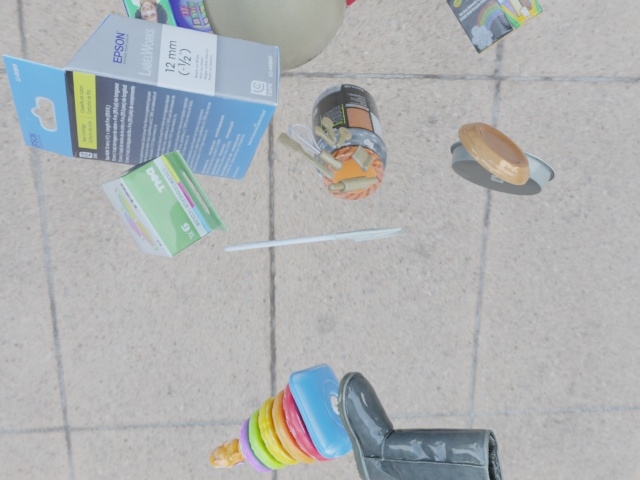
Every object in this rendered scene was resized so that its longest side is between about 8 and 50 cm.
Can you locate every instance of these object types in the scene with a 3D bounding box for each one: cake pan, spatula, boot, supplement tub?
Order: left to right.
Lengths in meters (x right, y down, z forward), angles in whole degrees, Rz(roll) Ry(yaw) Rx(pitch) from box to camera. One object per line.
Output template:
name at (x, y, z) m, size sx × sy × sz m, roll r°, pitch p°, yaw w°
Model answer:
spatula at (0.000, 0.000, 0.820) m, size 0.242 × 0.168 × 0.019 m, roll -7°, pitch 92°, yaw 12°
supplement tub at (0.075, -0.264, 1.546) m, size 0.194 × 0.316 × 0.193 m, roll -1°, pitch 133°, yaw -1°
boot at (0.135, 0.270, 0.803) m, size 0.209 × 0.076 × 0.189 m, roll -11°, pitch 101°, yaw 43°
cake pan at (0.495, -0.196, 1.606) m, size 0.293 × 0.293 × 0.054 m, roll 21°, pitch 85°, yaw -9°

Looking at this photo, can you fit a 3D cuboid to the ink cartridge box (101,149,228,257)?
ink cartridge box at (-0.199, -0.041, 0.709) m, size 0.062 × 0.209 × 0.109 m, roll -36°, pitch 108°, yaw -24°

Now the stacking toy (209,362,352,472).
stacking toy at (-0.091, 0.367, 1.085) m, size 0.302 × 0.175 × 0.165 m, roll -31°, pitch 75°, yaw 19°

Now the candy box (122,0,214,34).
candy box at (-0.330, -0.468, 1.429) m, size 0.122 × 0.268 × 0.317 m, roll -11°, pitch 109°, yaw 16°

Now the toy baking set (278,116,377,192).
toy baking set at (0.020, -0.186, 1.280) m, size 0.196 × 0.256 × 0.030 m, roll 56°, pitch 131°, yaw 12°

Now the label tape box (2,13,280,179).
label tape box at (-0.260, -0.210, 0.870) m, size 0.348 × 0.249 × 0.115 m, roll 7°, pitch 68°, yaw -18°

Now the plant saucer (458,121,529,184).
plant saucer at (0.411, -0.211, 1.344) m, size 0.200 × 0.200 × 0.037 m, roll 29°, pitch 126°, yaw -11°

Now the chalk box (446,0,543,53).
chalk box at (0.416, -0.603, 1.429) m, size 0.132 × 0.132 × 0.213 m, roll -35°, pitch 96°, yaw -27°

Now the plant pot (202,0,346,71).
plant pot at (-0.107, -0.485, 1.073) m, size 0.284 × 0.191 × 0.284 m, roll -1°, pitch 85°, yaw 13°

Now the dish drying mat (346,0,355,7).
dish drying mat at (0.062, -0.484, 1.146) m, size 0.083 × 0.032 × 0.008 m, roll -28°, pitch 68°, yaw 34°
